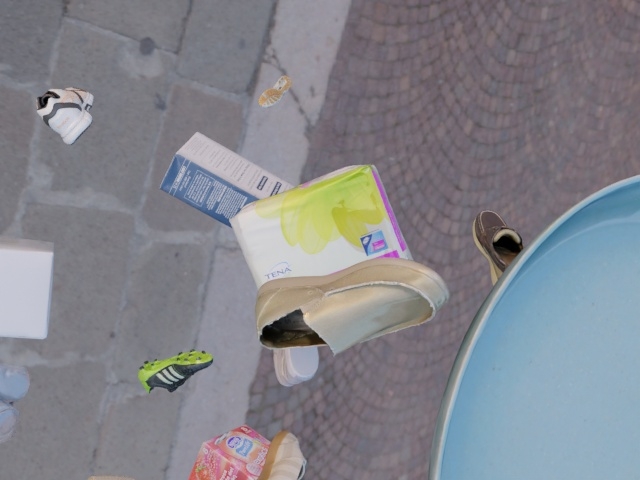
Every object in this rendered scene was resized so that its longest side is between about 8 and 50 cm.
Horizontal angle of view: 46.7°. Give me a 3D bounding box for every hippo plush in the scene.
[{"bbox_3d":[-0.759,0.303,1.457,0.294,0.236,0.234,52,45,-35],"label":"hippo plush"}]

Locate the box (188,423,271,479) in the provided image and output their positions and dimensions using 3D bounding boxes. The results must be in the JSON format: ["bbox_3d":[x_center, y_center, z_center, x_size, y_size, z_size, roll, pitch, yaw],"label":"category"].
[{"bbox_3d":[-0.197,0.559,1.543,0.154,0.142,0.300,-5,120,-60],"label":"box"}]

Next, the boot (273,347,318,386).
[{"bbox_3d":[-0.063,0.186,1.612,0.095,0.123,0.258,12,64,-23],"label":"boot"}]

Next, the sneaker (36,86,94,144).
[{"bbox_3d":[-0.235,-0.125,0.677,0.040,0.109,0.044,-46,120,3],"label":"sneaker"}]

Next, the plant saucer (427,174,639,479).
[{"bbox_3d":[0.182,0.121,0.414,0.318,0.044,0.317,-1,93,-27],"label":"plant saucer"}]

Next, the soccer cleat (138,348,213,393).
[{"bbox_3d":[-0.298,0.277,1.553,0.060,0.179,0.072,-55,128,-65],"label":"soccer cleat"}]

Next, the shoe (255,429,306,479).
[{"bbox_3d":[-0.053,0.310,0.944,0.219,0.058,0.076,-43,152,-76],"label":"shoe"}]

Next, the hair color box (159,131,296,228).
[{"bbox_3d":[-0.177,-0.103,1.714,0.105,0.347,0.174,-59,-174,25],"label":"hair color box"}]

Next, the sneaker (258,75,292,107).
[{"bbox_3d":[-0.083,-0.262,1.344,0.032,0.037,0.083,44,61,-2],"label":"sneaker"}]

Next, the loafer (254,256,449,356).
[{"bbox_3d":[0.031,0.093,0.919,0.102,0.268,0.092,53,39,-35],"label":"loafer"}]

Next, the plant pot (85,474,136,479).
[{"bbox_3d":[-0.423,0.512,1.417,0.109,0.109,0.096,-36,132,13],"label":"plant pot"}]

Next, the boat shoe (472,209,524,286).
[{"bbox_3d":[0.230,0.006,0.921,0.056,0.152,0.049,1,130,-10],"label":"boat shoe"}]

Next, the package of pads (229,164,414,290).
[{"bbox_3d":[0.000,0.000,1.393,0.101,0.296,0.229,-40,108,-76],"label":"package of pads"}]

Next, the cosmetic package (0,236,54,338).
[{"bbox_3d":[-0.536,0.064,1.154,0.225,0.224,0.138,6,91,-20],"label":"cosmetic package"}]
